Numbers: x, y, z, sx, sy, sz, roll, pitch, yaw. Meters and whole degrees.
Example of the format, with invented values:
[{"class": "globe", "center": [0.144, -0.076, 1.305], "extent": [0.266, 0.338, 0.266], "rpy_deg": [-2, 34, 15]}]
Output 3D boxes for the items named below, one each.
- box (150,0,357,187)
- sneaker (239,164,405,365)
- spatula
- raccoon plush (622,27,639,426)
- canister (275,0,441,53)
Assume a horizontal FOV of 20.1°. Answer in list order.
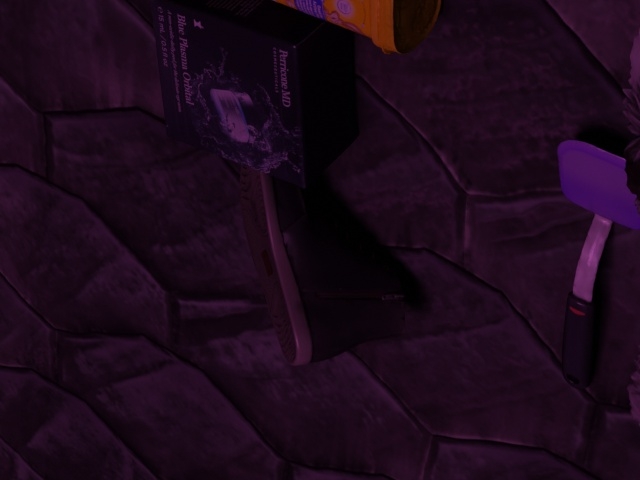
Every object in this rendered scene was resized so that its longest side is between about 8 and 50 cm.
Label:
[{"class": "box", "center": [-0.057, -0.152, 1.594], "extent": [0.158, 0.093, 0.156], "rpy_deg": [21, 136, 26]}, {"class": "sneaker", "center": [0.000, 0.000, 1.704], "extent": [0.083, 0.118, 0.222], "rpy_deg": [152, 105, -70]}, {"class": "spatula", "center": [0.229, 0.027, 1.544], "extent": [0.084, 0.030, 0.296], "rpy_deg": [26, 139, 24]}, {"class": "raccoon plush", "center": [0.408, 0.043, 1.336], "extent": [0.216, 0.299, 0.446], "rpy_deg": [1, 93, 60]}, {"class": "canister", "center": [0.009, -0.236, 1.473], "extent": [0.170, 0.073, 0.126], "rpy_deg": [24, 137, 27]}]
